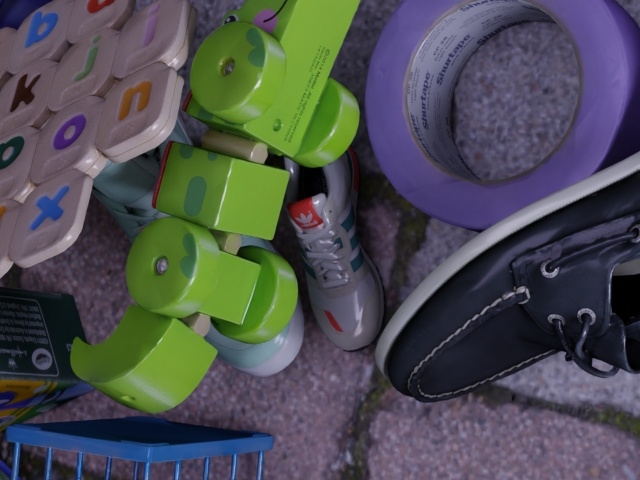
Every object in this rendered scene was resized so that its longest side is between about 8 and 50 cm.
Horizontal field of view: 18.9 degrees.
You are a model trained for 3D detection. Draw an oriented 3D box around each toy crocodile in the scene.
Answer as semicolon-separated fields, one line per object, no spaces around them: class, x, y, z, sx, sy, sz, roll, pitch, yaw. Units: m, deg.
toy crocodile;-0.064;-0.043;1.300;0.105;0.115;0.341;20;89;39

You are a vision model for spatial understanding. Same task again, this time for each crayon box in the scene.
crayon box;-0.358;0.131;1.460;0.323;0.203;0.083;-24;74;23

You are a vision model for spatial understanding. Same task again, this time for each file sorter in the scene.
file sorter;-0.129;0.184;1.359;0.118;0.170;0.105;6;90;27

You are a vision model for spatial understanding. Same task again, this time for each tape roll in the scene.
tape roll;0.130;-0.097;1.310;0.189;0.080;0.189;-4;81;26

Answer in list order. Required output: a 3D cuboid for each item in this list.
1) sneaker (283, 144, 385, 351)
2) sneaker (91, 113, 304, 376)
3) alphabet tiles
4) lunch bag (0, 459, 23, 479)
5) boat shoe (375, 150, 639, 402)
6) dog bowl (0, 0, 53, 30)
sneaker;0.000;0.000;1.366;0.057;0.075;0.161;-13;78;25
sneaker;-0.118;-0.010;1.385;0.094;0.151;0.256;-40;70;16
alphabet tiles;-0.206;-0.068;1.324;0.284;0.021;0.278;-23;40;27
lunch bag;-0.261;0.248;1.461;0.151;0.096;0.129;44;106;-6
boat shoe;0.193;0.029;1.238;0.340;0.127;0.113;-31;59;11
dog bowl;-0.313;-0.239;1.536;0.264;0.104;0.265;-4;82;26
